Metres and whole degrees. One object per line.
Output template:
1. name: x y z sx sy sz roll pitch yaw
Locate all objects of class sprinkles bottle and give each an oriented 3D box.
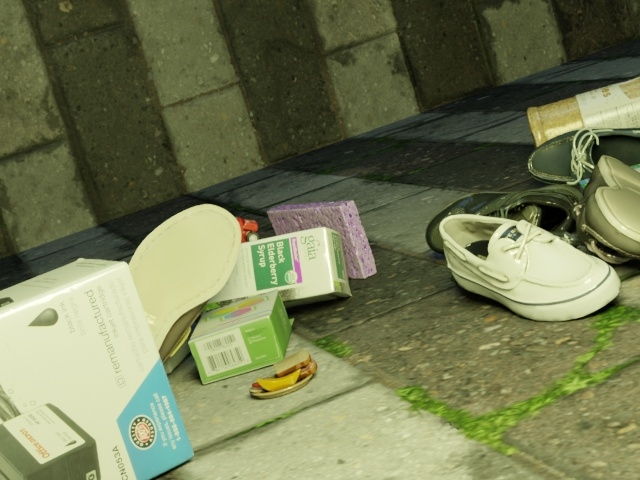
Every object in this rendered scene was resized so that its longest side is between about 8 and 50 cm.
1. sprinkles bottle: 0.545 -0.223 2.232 0.355 0.121 0.121 -16 10 10

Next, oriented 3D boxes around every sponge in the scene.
1. sponge: 0.000 0.000 1.967 0.031 0.117 0.210 -26 13 -31

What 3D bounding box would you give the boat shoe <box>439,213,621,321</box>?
1. boat shoe: 0.230 0.019 1.470 0.096 0.088 0.267 -38 26 -15

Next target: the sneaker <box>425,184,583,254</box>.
1. sneaker: 0.246 -0.023 1.768 0.227 0.087 0.130 -8 6 19

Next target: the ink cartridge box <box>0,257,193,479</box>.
1. ink cartridge box: -0.312 0.174 1.270 0.307 0.223 0.129 -24 13 -30

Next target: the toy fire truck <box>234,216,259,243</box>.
1. toy fire truck: -0.172 0.054 1.911 0.135 0.192 0.047 9 2 -17

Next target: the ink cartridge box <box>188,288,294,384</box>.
1. ink cartridge box: -0.100 0.116 1.675 0.109 0.062 0.209 -17 10 6

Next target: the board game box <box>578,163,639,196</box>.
1. board game box: 0.486 -0.086 1.836 0.211 0.039 0.160 -15 10 8

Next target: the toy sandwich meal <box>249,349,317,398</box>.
1. toy sandwich meal: -0.044 0.154 1.473 0.085 0.029 0.085 -17 10 3

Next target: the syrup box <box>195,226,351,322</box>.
1. syrup box: -0.084 0.051 1.802 0.237 0.093 0.096 -11 -9 15

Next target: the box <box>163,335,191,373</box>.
1. box: -0.242 0.135 1.740 0.102 0.087 0.101 -15 10 15

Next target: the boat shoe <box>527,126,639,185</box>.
1. boat shoe: 0.440 -0.132 2.022 0.254 0.095 0.079 -1 6 30

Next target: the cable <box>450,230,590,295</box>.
1. cable: 0.239 0.034 1.621 0.150 0.047 0.184 -31 20 -35

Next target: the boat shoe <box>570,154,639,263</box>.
1. boat shoe: 0.366 -0.018 1.580 0.112 0.095 0.335 27 19 2

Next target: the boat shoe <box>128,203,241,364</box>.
1. boat shoe: -0.211 0.088 1.625 0.324 0.116 0.097 -58 1 -33
